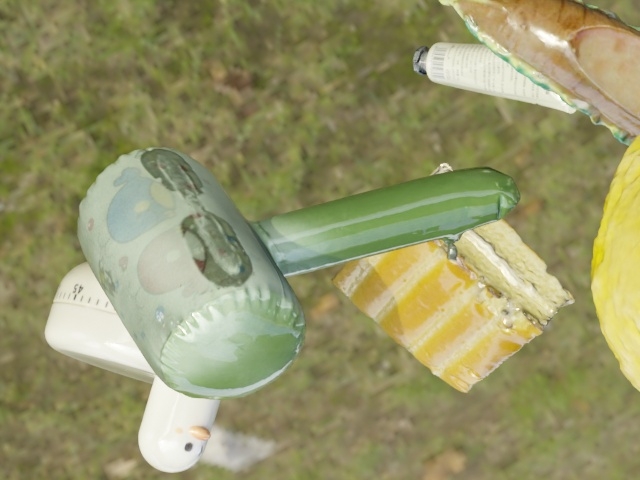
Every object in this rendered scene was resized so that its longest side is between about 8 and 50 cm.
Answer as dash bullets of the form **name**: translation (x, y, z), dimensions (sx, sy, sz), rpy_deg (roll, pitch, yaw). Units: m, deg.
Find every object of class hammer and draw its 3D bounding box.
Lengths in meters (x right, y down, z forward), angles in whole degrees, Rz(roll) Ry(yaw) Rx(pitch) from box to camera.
- **hammer**: translation (0.000, 0.000, 1.316), dimensions (0.336, 0.206, 0.119), rpy_deg (-14, 137, -23)

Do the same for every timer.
- **timer**: translation (-0.192, 0.125, 1.938), dimensions (0.233, 0.234, 0.240), rpy_deg (31, 72, -58)

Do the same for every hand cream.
- **hand cream**: translation (0.217, -0.209, 2.135), dimensions (0.050, 0.234, 0.080), rpy_deg (-6, 105, -51)

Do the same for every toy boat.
- **toy boat**: translation (0.252, -0.171, 1.653), dimensions (0.108, 0.293, 0.099), rpy_deg (-65, -169, -7)

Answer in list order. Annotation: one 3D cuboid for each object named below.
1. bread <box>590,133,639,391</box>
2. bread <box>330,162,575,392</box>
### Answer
- **bread**: translation (0.253, 0.013, 0.987), dimensions (0.197, 0.197, 0.170), rpy_deg (-19, -178, -18)
- **bread**: translation (0.166, 0.053, 2.167), dimensions (0.111, 0.239, 0.246), rpy_deg (-47, 177, -32)
